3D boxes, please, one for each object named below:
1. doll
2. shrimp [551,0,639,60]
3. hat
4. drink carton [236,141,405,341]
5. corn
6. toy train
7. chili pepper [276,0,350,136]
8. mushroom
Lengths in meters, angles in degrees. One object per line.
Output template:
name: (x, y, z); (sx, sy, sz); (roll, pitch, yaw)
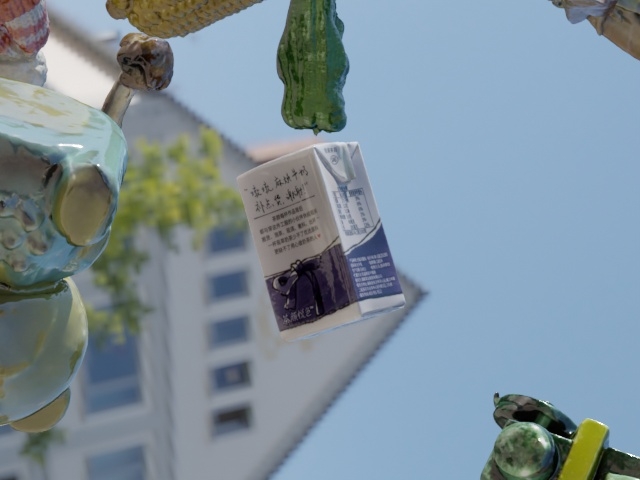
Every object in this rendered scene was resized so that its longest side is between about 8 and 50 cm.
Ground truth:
doll: (-0.245, 0.018, 1.421); (0.161, 0.177, 0.260); (-98, -156, -63)
shrimp: (0.194, -0.218, 1.580); (0.077, 0.317, 0.168); (-50, -147, 20)
hat: (-0.272, -0.191, 1.696); (0.112, 0.093, 0.162); (31, -22, 30)
drink carton: (-0.001, 0.000, 2.425); (0.134, 0.102, 0.222); (-20, -96, 40)
corn: (-0.077, -0.236, 1.643); (0.262, 0.097, 0.097); (-18, -97, 33)
toy train: (0.271, 0.302, 2.019); (0.253, 0.160, 0.397); (21, -22, 18)
chili pepper: (-0.003, -0.244, 2.188); (0.099, 0.083, 0.253); (12, 83, -80)
mushroom: (-0.194, -0.134, 1.961); (0.061, 0.060, 0.187); (-82, -165, -47)
